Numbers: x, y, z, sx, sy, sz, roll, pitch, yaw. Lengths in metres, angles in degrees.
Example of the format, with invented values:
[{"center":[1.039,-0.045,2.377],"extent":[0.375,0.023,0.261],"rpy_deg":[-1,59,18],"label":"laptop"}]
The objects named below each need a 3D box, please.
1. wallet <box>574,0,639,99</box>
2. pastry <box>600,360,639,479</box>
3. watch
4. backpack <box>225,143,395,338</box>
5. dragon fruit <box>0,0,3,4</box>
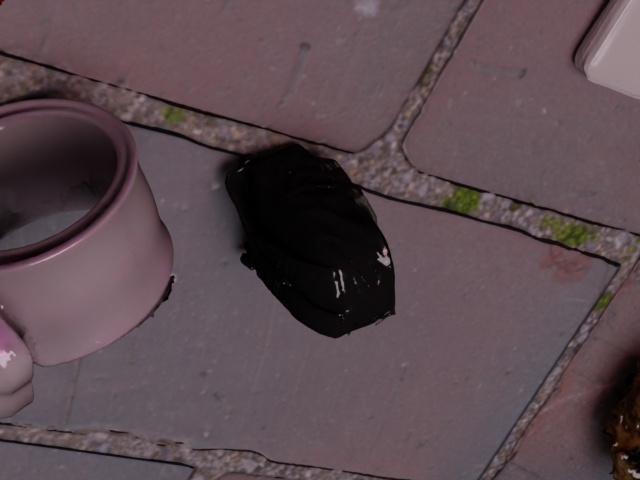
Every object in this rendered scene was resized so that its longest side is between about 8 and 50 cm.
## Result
[{"center":[0.297,-0.211,1.362],"extent":[0.095,0.033,0.190],"rpy_deg":[12,119,-35],"label":"wallet"},{"center":[0.428,0.216,1.646],"extent":[0.275,0.193,0.275],"rpy_deg":[-16,131,-19],"label":"pastry"},{"center":[-0.236,0.005,1.161],"extent":[0.217,0.248,0.211],"rpy_deg":[-43,137,-28],"label":"watch"},{"center":[0.001,0.004,1.285],"extent":[0.106,0.165,0.120],"rpy_deg":[-25,137,-22],"label":"backpack"},{"center":[-0.267,-0.214,0.958],"extent":[0.268,0.205,0.210],"rpy_deg":[-31,130,-15],"label":"dragon fruit"}]
